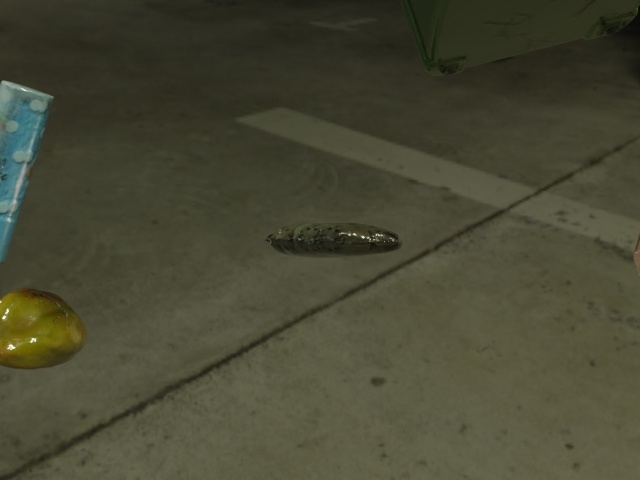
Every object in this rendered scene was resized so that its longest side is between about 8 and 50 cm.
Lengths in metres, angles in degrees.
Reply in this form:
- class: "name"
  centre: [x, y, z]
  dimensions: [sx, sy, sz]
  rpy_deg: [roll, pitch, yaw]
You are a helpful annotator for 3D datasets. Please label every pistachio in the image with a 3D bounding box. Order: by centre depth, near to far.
- class: "pistachio"
  centre: [-0.384, 0.124, 1.040]
  dimensions: [0.110, 0.100, 0.189]
  rpy_deg: [22, 0, 20]

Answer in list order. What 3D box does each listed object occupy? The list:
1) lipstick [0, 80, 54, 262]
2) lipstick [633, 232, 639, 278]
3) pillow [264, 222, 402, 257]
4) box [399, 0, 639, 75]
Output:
- class: "lipstick"
  centre: [-0.284, -0.061, 0.684]
  dimensions: [0.048, 0.158, 0.048]
  rpy_deg: [19, 5, -2]
- class: "lipstick"
  centre: [0.370, 0.006, 0.819]
  dimensions: [0.045, 0.045, 0.145]
  rpy_deg: [-15, 10, 32]
- class: "pillow"
  centre: [0.000, 0.000, 1.077]
  dimensions: [0.241, 0.051, 0.093]
  rpy_deg: [2, 0, 42]
- class: "box"
  centre: [0.170, -0.272, 0.621]
  dimensions: [0.252, 0.178, 0.329]
  rpy_deg: [-12, -10, 3]
